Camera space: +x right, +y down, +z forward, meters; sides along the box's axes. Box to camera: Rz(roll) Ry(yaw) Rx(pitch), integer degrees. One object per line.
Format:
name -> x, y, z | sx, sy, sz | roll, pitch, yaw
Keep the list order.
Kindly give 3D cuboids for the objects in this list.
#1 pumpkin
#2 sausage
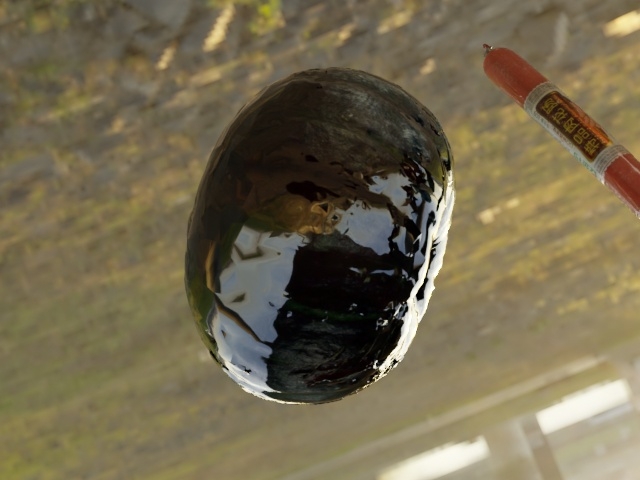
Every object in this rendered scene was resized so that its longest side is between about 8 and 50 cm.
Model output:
pumpkin -> 0.000, 0.000, 1.075 | 0.163, 0.233, 0.233 | 19, 176, 11
sausage -> 0.200, -0.077, 1.205 | 0.034, 0.253, 0.034 | -26, 142, -22
